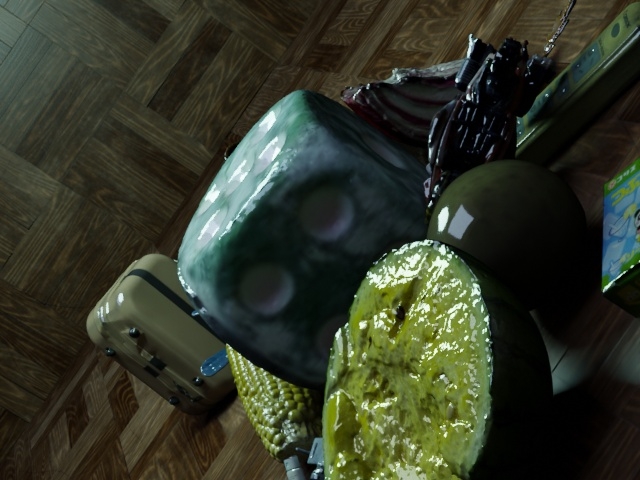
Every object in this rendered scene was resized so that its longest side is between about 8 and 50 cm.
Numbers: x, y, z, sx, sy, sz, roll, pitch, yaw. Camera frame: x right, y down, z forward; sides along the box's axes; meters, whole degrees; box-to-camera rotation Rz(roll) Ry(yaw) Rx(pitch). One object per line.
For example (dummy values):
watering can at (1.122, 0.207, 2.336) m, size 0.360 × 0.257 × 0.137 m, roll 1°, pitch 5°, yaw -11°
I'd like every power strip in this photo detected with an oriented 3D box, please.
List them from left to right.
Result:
power strip at (0.360, -0.206, 1.794) m, size 0.387 × 0.066 × 0.092 m, roll -45°, pitch 22°, yaw 30°

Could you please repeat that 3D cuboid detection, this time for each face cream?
face cream at (-0.025, 0.356, 1.761) m, size 0.038 × 0.020 × 0.115 m, roll -32°, pitch 73°, yaw 49°

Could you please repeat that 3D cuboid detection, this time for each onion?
onion at (0.196, -0.230, 2.102) m, size 0.314 × 0.146 × 0.280 m, roll -16°, pitch 8°, yaw 1°

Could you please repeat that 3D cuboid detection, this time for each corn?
corn at (-0.069, 0.223, 1.999) m, size 0.130 × 0.130 × 0.347 m, roll -51°, pitch 31°, yaw 15°

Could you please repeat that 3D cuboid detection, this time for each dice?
dice at (0.000, 0.000, 1.931) m, size 0.348 × 0.328 × 0.330 m, roll -51°, pitch 17°, yaw 13°

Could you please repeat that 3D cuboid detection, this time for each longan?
longan at (0.226, -0.003, 1.549) m, size 0.196 × 0.196 × 0.220 m, roll -45°, pitch -8°, yaw 31°

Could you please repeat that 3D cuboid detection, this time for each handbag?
handbag at (-0.275, 0.158, 2.456) m, size 0.149 × 0.302 × 0.283 m, roll -42°, pitch 15°, yaw 34°

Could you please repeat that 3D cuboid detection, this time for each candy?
candy at (0.368, -0.015, 1.416) m, size 0.097 × 0.062 × 0.194 m, roll -43°, pitch 21°, yaw 39°

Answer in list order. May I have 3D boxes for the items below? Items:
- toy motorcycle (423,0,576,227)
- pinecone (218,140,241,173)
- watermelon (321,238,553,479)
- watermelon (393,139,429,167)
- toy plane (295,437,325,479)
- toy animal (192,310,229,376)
toy motorcycle at (0.235, -0.181, 1.761) m, size 0.207 × 0.134 × 0.401 m, roll 74°, pitch -142°, yaw -79°
pinecone at (-0.031, -0.083, 2.230) m, size 0.242 × 0.298 × 0.296 m, roll -54°, pitch 16°, yaw -17°
watermelon at (0.147, 0.173, 1.427) m, size 0.331 × 0.189 × 0.330 m, roll -31°, pitch 50°, yaw 45°
watermelon at (0.108, -0.166, 2.262) m, size 0.128 × 0.146 × 0.231 m, roll -57°, pitch 19°, yaw -6°
toy plane at (0.018, 0.296, 1.737) m, size 0.267 × 0.088 × 0.212 m, roll -14°, pitch 55°, yaw 67°
toy animal at (-0.099, 0.160, 2.207) m, size 0.255 × 0.239 × 0.176 m, roll -17°, pitch -50°, yaw -44°
